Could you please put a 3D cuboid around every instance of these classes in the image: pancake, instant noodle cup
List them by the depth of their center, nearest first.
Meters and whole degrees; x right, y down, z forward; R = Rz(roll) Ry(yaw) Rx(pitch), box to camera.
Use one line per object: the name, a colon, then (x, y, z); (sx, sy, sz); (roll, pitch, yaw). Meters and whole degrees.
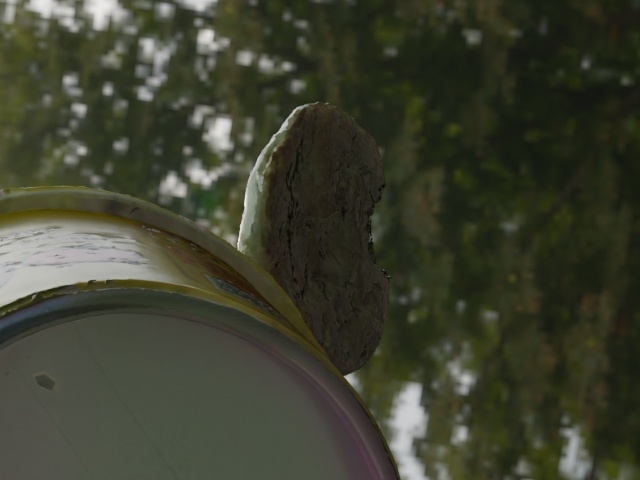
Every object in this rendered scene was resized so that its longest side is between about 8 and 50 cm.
instant noodle cup: (-0.109, 0.136, 0.861); (0.254, 0.326, 0.325); (-174, 93, -77)
pancake: (0.000, 0.000, 1.637); (0.253, 0.037, 0.253); (-1, -89, -60)
